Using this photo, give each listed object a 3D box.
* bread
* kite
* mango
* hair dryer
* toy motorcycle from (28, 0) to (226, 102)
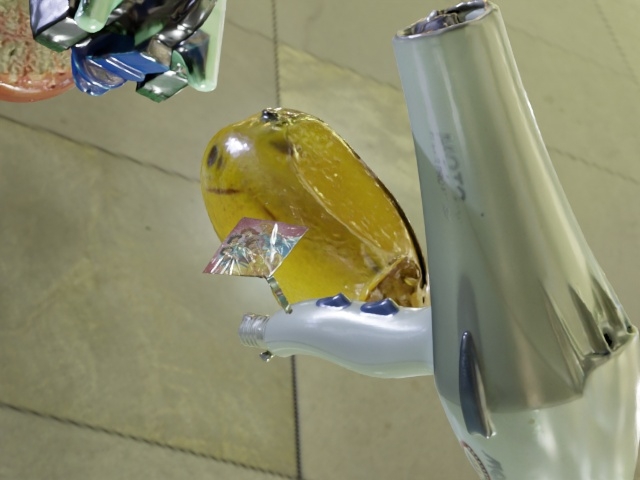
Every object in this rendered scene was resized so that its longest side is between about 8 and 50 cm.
[{"bbox_3d":[-0.509,-0.388,1.892,0.328,0.114,0.295,-25,95,-28],"label":"bread"},{"bbox_3d":[-0.019,0.009,0.476,0.078,0.044,0.002,31,27,-52],"label":"kite"},{"bbox_3d":[0.000,0.000,0.979,0.262,0.167,0.130,47,56,6],"label":"mango"},{"bbox_3d":[0.052,0.001,0.636,0.298,0.295,0.119,23,39,33],"label":"hair dryer"},{"bbox_3d":[-0.139,-0.264,0.847,0.125,0.196,0.331,23,56,-43],"label":"toy motorcycle"}]
